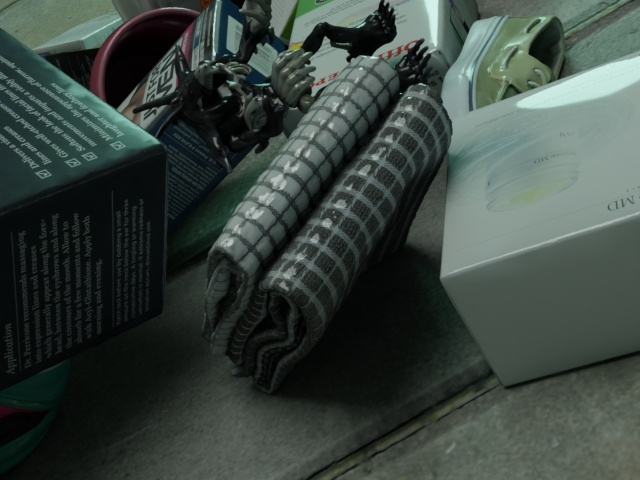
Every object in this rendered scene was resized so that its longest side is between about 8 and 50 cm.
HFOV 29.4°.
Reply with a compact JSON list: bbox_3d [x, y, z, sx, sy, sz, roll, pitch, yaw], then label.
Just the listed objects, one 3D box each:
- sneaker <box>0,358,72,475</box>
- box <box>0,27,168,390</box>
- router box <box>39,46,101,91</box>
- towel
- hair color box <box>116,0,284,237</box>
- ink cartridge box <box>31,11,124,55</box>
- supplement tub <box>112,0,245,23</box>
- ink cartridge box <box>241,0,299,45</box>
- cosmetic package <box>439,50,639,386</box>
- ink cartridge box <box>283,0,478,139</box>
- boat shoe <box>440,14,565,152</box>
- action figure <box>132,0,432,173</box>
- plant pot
[{"bbox_3d":[-0.397,0.170,1.237,0.296,0.178,0.123,-7,38,-17],"label":"sneaker"},{"bbox_3d":[-0.386,-0.007,1.148,0.396,0.211,0.293,-25,47,-36],"label":"box"},{"bbox_3d":[-0.440,-0.207,1.801,0.309,0.081,0.243,-12,7,30],"label":"router box"},{"bbox_3d":[0.000,0.000,1.079,0.235,0.121,0.283,-56,-5,-22],"label":"towel"},{"bbox_3d":[-0.187,-0.098,1.392,0.347,0.105,0.174,-45,25,24],"label":"hair color box"},{"bbox_3d":[-0.391,-0.353,2.117,0.145,0.045,0.179,-1,25,42],"label":"ink cartridge box"},{"bbox_3d":[-0.140,-0.428,1.786,0.338,0.207,0.207,-29,29,-16],"label":"supplement tub"},{"bbox_3d":[-0.043,-0.282,1.654,0.255,0.097,0.189,-63,27,17],"label":"ink cartridge box"},{"bbox_3d":[0.228,-0.027,1.003,0.224,0.138,0.224,-19,35,22],"label":"cosmetic package"},{"bbox_3d":[0.072,-0.211,1.412,0.201,0.117,0.278,-20,34,21],"label":"ink cartridge box"},{"bbox_3d":[0.191,-0.155,1.244,0.094,0.109,0.302,-14,33,25],"label":"boat shoe"},{"bbox_3d":[-0.043,-0.168,1.177,0.276,0.141,0.164,-17,58,-17],"label":"action figure"},{"bbox_3d":[-0.212,-0.191,1.589,0.201,0.201,0.180,-44,17,-18],"label":"plant pot"}]
